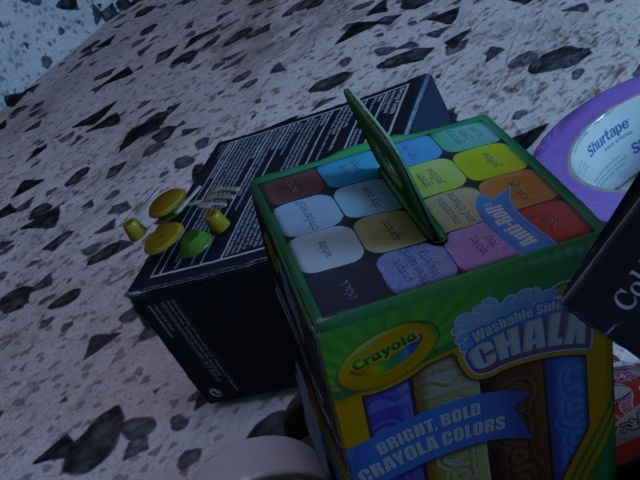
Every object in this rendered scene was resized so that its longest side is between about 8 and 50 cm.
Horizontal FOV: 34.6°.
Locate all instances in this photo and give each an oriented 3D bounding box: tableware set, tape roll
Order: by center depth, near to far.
[{"bbox_3d":[0.349,-0.071,1.011,0.275,0.090,0.274,-22,28,13],"label":"tape roll"},{"bbox_3d":[-0.152,-0.016,1.085,0.154,0.024,0.104,2,45,44],"label":"tableware set"}]

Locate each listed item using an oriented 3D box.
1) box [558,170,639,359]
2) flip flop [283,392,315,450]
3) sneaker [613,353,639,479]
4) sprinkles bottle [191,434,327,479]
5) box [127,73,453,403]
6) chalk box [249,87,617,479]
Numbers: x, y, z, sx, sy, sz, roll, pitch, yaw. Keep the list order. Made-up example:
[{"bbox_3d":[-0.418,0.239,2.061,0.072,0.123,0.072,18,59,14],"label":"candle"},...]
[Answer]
[{"bbox_3d":[0.333,0.000,0.526,0.179,0.312,0.343,-61,-12,29],"label":"box"},{"bbox_3d":[0.095,0.125,0.926,0.277,0.112,0.080,-26,13,20],"label":"flip flop"},{"bbox_3d":[0.260,0.120,0.771,0.270,0.090,0.145,-26,30,12],"label":"sneaker"},{"bbox_3d":[0.008,0.279,0.668,0.121,0.121,0.355,-32,35,-4],"label":"sprinkles bottle"},{"bbox_3d":[0.000,0.000,1.124,0.294,0.182,0.296,-15,32,29],"label":"box"},{"bbox_3d":[0.069,0.040,0.663,0.179,0.289,0.180,-16,34,-8],"label":"chalk box"}]
